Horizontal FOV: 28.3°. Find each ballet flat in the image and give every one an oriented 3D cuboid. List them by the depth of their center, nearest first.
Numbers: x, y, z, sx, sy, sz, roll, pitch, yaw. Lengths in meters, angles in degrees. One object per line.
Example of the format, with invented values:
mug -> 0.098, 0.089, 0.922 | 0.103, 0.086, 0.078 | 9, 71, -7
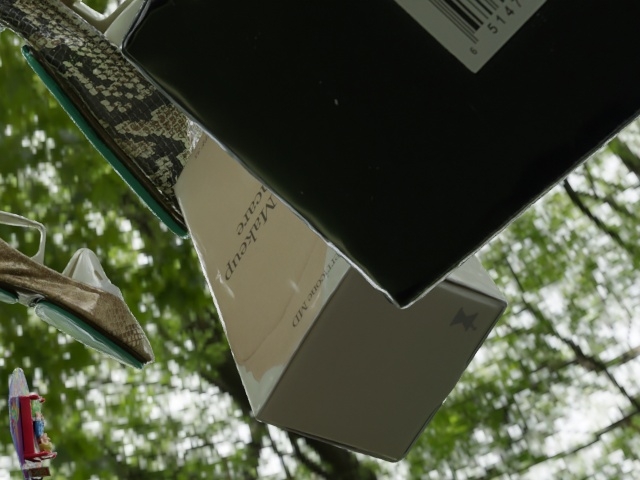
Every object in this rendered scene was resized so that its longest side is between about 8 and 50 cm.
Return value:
ballet flat -> -0.205, 0.025, 0.940 | 0.206, 0.067, 0.073 | 29, -20, -18
ballet flat -> -0.234, -0.216, 1.113 | 0.483, 0.164, 0.182 | 41, -86, -4

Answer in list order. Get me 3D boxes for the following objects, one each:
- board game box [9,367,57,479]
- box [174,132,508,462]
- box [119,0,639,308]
board game box -> -0.353, 0.240, 1.587 | 0.033, 0.133, 0.169 | -8, -59, -2
box -> 0.000, 0.000, 0.926 | 0.121, 0.311, 0.148 | 21, -69, -28
box -> 0.124, -0.191, 0.527 | 0.179, 0.312, 0.343 | 43, -41, -2
